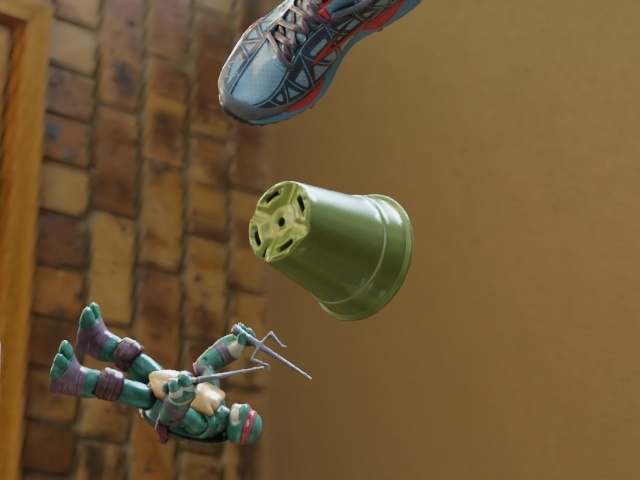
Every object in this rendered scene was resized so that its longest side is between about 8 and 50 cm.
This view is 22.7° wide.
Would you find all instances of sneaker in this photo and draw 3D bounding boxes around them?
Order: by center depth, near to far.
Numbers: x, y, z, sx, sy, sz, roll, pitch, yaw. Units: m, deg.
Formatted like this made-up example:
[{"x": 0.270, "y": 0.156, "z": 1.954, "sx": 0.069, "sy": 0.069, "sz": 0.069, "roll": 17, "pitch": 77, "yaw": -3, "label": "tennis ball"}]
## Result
[{"x": -0.006, "y": -0.225, "z": 1.547, "sx": 0.262, "sy": 0.125, "sz": 0.104, "roll": -45, "pitch": -107, "yaw": -7, "label": "sneaker"}]

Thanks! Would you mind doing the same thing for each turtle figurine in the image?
[{"x": -0.135, "y": 0.141, "z": 1.547, "sx": 0.175, "sy": 0.234, "sz": 0.118, "roll": -58, "pitch": 165, "yaw": -76, "label": "turtle figurine"}]

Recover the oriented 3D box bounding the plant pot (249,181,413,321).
[{"x": 0.000, "y": 0.000, "z": 0.979, "sx": 0.083, "sy": 0.079, "sz": 0.083, "roll": -19, "pitch": -119, "yaw": 38, "label": "plant pot"}]
